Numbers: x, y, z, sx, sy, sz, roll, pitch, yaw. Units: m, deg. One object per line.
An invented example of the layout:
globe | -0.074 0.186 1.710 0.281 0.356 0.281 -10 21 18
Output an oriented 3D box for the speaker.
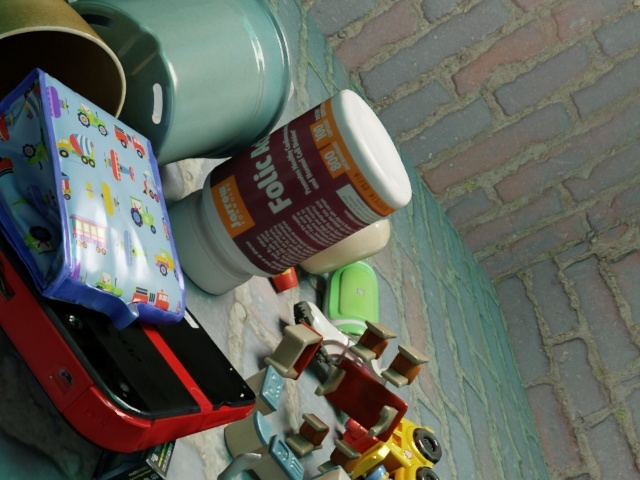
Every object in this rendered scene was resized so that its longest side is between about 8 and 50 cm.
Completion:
speaker | 0.071 0.162 1.808 0.131 0.131 0.297 53 20 -24

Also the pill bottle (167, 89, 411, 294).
pill bottle | -0.062 -0.072 1.370 0.224 0.392 0.224 51 21 -28

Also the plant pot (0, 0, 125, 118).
plant pot | -0.414 -0.255 1.022 0.254 0.237 0.237 56 14 28

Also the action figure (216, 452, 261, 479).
action figure | -0.063 0.486 1.045 0.341 0.178 0.330 84 -2 -59

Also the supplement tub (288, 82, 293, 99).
supplement tub | -0.213 -0.440 1.731 0.241 0.241 0.331 13 51 -66

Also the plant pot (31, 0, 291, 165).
plant pot | -0.265 -0.264 1.262 0.341 0.341 0.334 60 27 -6

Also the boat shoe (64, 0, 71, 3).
boat shoe | -0.477 -0.447 1.364 0.046 0.038 0.125 9 -47 59

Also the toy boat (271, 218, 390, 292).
toy boat | 0.000 0.000 1.733 0.318 0.267 0.148 -20 88 -39

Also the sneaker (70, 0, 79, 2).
sneaker | -0.457 -0.535 1.411 0.279 0.118 0.107 53 21 -25

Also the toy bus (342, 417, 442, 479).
toy bus | 0.124 0.436 1.561 0.211 0.149 0.220 41 27 -18

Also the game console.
game console | -0.270 0.087 0.984 0.386 0.060 0.342 49 10 18

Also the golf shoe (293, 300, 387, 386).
golf shoe | 0.041 0.220 1.623 0.273 0.120 0.105 58 -15 -18

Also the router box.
router box | -0.222 0.252 0.962 0.038 0.092 0.122 53 20 -25

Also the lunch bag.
lunch bag | -0.271 -0.023 0.947 0.293 0.138 0.221 61 13 27

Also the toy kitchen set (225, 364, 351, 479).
toy kitchen set | -0.040 0.326 1.290 0.207 0.122 0.166 55 20 -19

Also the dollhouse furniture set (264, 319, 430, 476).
dollhouse furniture set | 0.038 0.258 1.428 0.259 0.262 0.135 35 6 23
